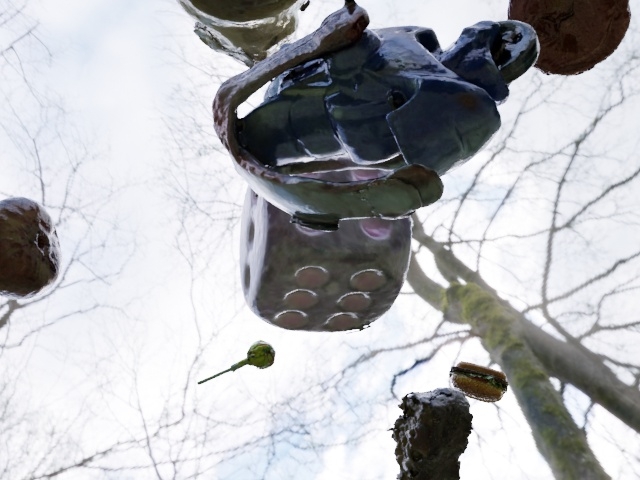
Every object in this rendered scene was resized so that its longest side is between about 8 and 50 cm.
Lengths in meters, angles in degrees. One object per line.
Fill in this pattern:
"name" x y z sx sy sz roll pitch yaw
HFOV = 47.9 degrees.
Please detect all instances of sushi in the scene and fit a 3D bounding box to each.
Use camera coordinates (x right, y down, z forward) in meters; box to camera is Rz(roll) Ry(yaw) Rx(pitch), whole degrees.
"sushi" 0.191 0.352 1.307 0.115 0.147 0.212 0 -56 -14

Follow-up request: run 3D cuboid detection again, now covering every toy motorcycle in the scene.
"toy motorcycle" 0.053 -0.112 0.733 0.182 0.319 0.240 25 -112 -53

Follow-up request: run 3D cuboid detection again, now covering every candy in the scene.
"candy" -0.181 0.269 1.530 0.194 0.062 0.058 -27 -32 15

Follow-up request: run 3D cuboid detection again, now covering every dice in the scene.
"dice" 0.000 0.000 1.346 0.270 0.271 0.270 4 -37 -16

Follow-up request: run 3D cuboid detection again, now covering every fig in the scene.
"fig" -0.501 0.025 1.158 0.143 0.231 0.160 -15 -95 -37

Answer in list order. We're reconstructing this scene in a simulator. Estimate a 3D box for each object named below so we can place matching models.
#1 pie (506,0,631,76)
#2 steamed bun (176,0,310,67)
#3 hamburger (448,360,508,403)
"pie" 0.365 -0.331 1.064 0.183 0.049 0.182 3 -57 4
"steamed bun" -0.127 -0.512 1.280 0.347 0.237 0.393 -10 -79 0
"hamburger" 0.432 0.392 1.979 0.137 0.166 0.087 59 -132 -63
